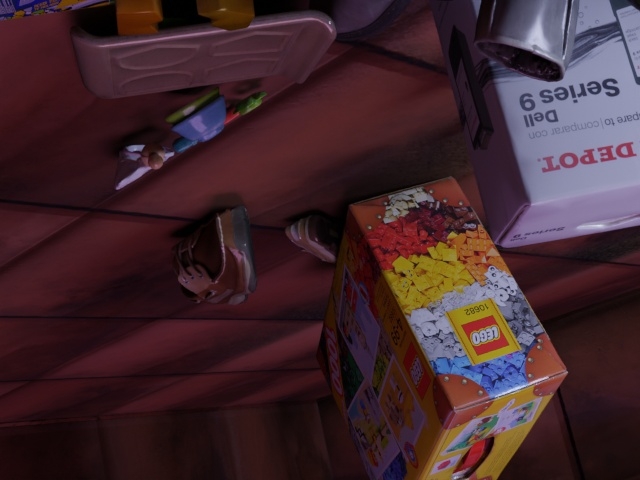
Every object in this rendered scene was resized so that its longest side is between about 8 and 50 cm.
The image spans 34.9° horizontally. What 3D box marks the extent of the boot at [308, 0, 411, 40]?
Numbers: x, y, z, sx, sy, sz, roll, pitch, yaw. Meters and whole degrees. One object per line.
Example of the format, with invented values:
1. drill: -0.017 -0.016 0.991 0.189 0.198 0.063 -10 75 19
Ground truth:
1. boot: 0.019 -0.248 0.829 0.161 0.083 0.246 24 166 -28

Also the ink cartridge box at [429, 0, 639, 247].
1. ink cartridge box: 0.227 -0.160 0.886 0.211 0.289 0.121 -11 164 -6

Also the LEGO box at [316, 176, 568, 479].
1. LEGO box: 0.169 0.202 1.677 0.193 0.372 0.500 -16 149 -17

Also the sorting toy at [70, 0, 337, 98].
1. sorting toy: -0.106 -0.183 0.915 0.229 0.041 0.307 -6 177 -10

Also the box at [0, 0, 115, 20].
1. box: -0.198 -0.216 0.789 0.168 0.059 0.054 -10 165 -9

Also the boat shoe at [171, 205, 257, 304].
1. boat shoe: -0.168 0.039 1.579 0.119 0.123 0.324 -6 162 -11

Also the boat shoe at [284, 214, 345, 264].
1. boat shoe: 0.000 0.000 1.691 0.072 0.068 0.190 -5 159 24

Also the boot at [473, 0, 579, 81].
1. boot: 0.191 -0.225 0.774 0.189 0.209 0.076 7 173 -40

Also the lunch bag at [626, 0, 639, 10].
1. lunch bag: 0.272 -0.260 0.631 0.223 0.262 0.160 -10 164 -10

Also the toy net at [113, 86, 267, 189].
1. toy net: -0.167 -0.122 1.167 0.232 0.045 0.122 -22 -164 45
